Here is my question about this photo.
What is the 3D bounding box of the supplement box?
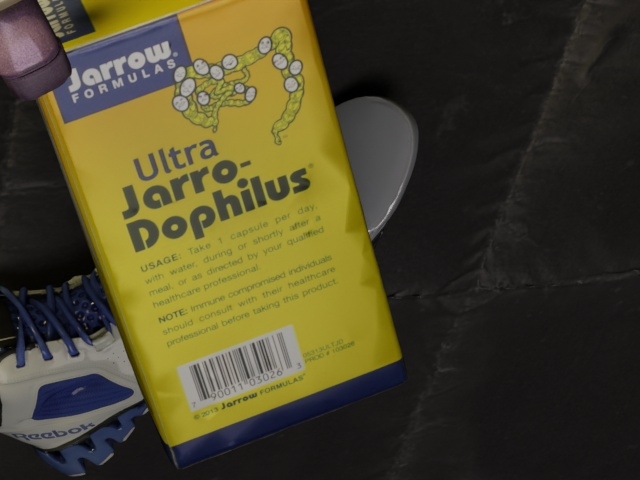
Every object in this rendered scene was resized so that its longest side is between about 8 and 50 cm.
[{"bbox_3d":[-0.087,-0.047,1.440,0.195,0.194,0.357,-21,123,-7],"label":"supplement box"}]

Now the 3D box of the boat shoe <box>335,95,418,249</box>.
[{"bbox_3d":[0.000,0.000,1.701,0.301,0.108,0.102,-61,163,20],"label":"boat shoe"}]

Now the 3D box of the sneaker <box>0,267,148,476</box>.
[{"bbox_3d":[-0.198,0.080,1.653,0.182,0.127,0.315,21,124,-45],"label":"sneaker"}]

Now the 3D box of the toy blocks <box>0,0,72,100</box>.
[{"bbox_3d":[-0.309,-0.095,1.277,0.309,0.289,0.260,-27,138,-3],"label":"toy blocks"}]
